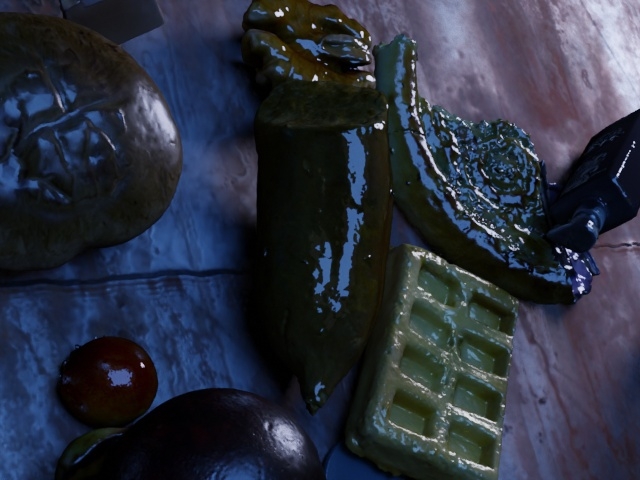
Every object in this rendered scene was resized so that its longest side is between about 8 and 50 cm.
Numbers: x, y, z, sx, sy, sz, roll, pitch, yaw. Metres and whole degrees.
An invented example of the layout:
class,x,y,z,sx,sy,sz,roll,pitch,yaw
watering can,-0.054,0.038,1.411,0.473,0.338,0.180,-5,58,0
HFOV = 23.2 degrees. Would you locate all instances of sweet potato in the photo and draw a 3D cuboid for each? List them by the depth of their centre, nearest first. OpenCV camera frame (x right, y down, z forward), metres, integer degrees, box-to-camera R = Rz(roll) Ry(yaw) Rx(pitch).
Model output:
class,x,y,z,sx,sy,sz,roll,pitch,yaw
sweet potato,0.000,0.000,1.614,0.157,0.158,0.370,9,77,-30

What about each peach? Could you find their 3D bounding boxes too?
class,x,y,z,sx,sy,sz,roll,pitch,yaw
peach,-0.195,0.129,1.472,0.098,0.061,0.098,14,66,-32

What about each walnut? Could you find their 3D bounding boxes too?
class,x,y,z,sx,sy,sz,roll,pitch,yaw
walnut,-0.019,-0.210,1.762,0.170,0.069,0.143,14,58,-29

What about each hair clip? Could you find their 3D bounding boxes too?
class,x,y,z,sx,sy,sz,roll,pitch,yaw
hair clip,0.278,-0.018,1.873,0.124,0.052,0.195,-17,81,-32

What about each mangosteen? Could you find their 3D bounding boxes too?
class,x,y,z,sx,sy,sz,roll,pitch,yaw
mangosteen,-0.121,0.235,1.389,0.265,0.228,0.228,17,46,25

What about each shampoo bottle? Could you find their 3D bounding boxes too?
class,x,y,z,sx,sy,sz,roll,pitch,yaw
shampoo bottle,0.338,-0.064,1.842,0.071,0.098,0.309,57,31,-11

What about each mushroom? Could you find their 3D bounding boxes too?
class,x,y,z,sx,sy,sz,roll,pitch,yaw
mushroom,-0.269,-0.094,1.486,0.278,0.146,0.278,10,67,-24

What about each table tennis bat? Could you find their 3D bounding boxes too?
class,x,y,z,sx,sy,sz,roll,pitch,yaw
table tennis bat,0.041,0.269,1.584,0.100,0.019,0.155,27,52,-20

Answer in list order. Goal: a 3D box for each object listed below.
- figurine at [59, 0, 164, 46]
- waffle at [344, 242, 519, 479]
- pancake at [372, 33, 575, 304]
class,x,y,z,sx,sy,sz,roll,pitch,yaw
figurine,-0.255,-0.320,1.628,0.162,0.141,0.237,-27,71,-6
waffle,0.126,0.136,1.674,0.168,0.057,0.274,29,50,-19
pancake,0.179,-0.079,1.806,0.197,0.054,0.376,-39,91,-27
